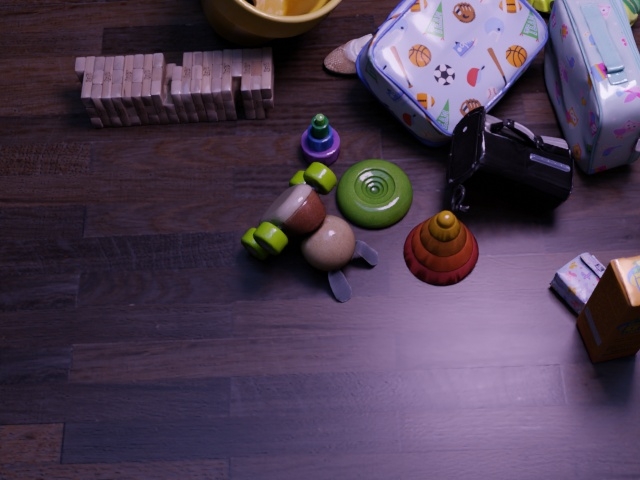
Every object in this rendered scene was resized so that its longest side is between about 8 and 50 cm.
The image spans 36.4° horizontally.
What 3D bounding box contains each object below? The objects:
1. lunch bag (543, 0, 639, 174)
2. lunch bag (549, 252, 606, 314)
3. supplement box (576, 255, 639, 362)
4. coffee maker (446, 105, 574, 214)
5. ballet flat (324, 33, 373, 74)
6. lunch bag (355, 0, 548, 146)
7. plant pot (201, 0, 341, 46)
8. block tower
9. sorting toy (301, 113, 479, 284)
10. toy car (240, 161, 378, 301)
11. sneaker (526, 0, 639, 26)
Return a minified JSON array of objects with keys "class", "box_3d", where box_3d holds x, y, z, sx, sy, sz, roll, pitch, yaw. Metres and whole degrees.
[{"class":"lunch bag","box_3d":[0.450,-0.261,1.574,0.107,0.224,0.279,-10,62,-2]},{"class":"lunch bag","box_3d":[0.411,0.061,1.508,0.083,0.053,0.071,-29,66,-22]},{"class":"supplement box","box_3d":[0.433,0.098,1.385,0.078,0.233,0.080,-12,63,-3]},{"class":"coffee maker","box_3d":[0.296,-0.103,1.538,0.178,0.120,0.171,18,89,-19]},{"class":"ballet flat","box_3d":[0.108,-0.337,1.715,0.206,0.067,0.073,-6,60,-1]},{"class":"lunch bag","box_3d":[0.219,-0.328,1.635,0.243,0.115,0.303,43,75,-3]},{"class":"plant pot","box_3d":[-0.098,-0.447,1.662,0.254,0.239,0.254,4,78,-19]},{"class":"block tower","box_3d":[-0.248,-0.262,1.680,0.335,0.091,0.097,-2,62,2]},{"class":"sorting toy","box_3d":[0.105,-0.087,1.556,0.127,0.126,0.365,-42,69,-17]},{"class":"toy car","box_3d":[0.000,0.000,1.538,0.188,0.149,0.155,42,73,-10]},{"class":"sneaker","box_3d":[0.446,-0.462,1.760,0.123,0.109,0.295,-29,61,-37]}]
